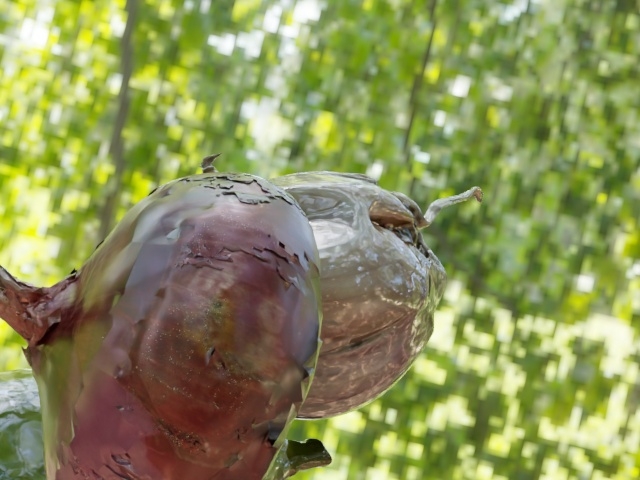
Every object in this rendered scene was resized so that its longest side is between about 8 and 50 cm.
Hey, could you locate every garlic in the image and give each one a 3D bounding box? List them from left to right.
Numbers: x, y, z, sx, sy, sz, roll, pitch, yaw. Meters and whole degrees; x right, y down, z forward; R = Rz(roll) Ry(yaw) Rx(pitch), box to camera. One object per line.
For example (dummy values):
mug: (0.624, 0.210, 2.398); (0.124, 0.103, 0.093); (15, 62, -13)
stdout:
garlic: (0.000, 0.000, 1.278); (0.207, 0.257, 0.207); (23, -39, 20)

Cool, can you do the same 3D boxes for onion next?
onion: (-0.078, 0.032, 0.654); (0.140, 0.150, 0.150); (26, -12, -16)

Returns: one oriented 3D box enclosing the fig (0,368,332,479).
fig: (-0.176, 0.202, 1.255); (0.314, 0.233, 0.233); (-2, 5, -43)
